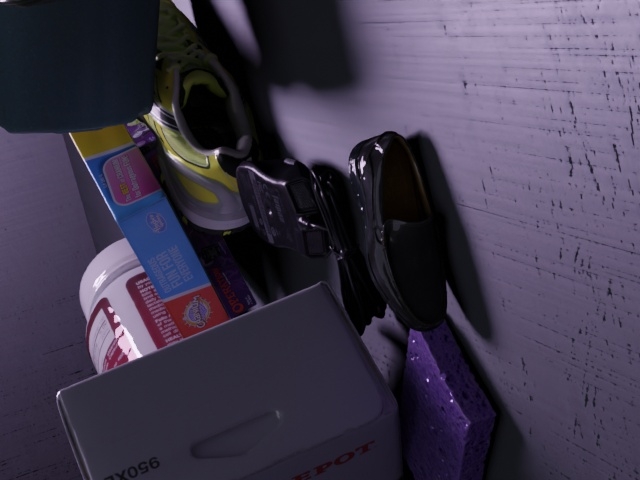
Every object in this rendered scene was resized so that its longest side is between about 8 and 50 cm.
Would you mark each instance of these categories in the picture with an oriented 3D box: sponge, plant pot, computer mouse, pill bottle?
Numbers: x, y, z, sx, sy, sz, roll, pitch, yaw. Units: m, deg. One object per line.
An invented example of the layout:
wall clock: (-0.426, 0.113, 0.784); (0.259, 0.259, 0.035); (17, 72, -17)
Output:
sponge: (0.110, 0.168, 1.240); (0.210, 0.031, 0.117); (92, 156, -51)
plant pot: (-0.309, -0.299, 1.480); (0.341, 0.341, 0.334); (-144, 52, -66)
computer mouse: (0.000, 0.000, 1.408); (0.262, 0.060, 0.184); (13, 124, 67)
pill bottle: (-0.209, 0.171, 1.994); (0.392, 0.224, 0.224); (-126, 23, -49)

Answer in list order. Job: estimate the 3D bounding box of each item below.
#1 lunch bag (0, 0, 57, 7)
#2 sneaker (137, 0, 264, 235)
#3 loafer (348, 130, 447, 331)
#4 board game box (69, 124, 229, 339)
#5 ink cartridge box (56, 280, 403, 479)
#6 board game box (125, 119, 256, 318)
lunch bag: (-0.182, -0.329, 1.215); (0.213, 0.305, 0.256); (69, 158, 4)
sneaker: (-0.164, -0.197, 1.644); (0.385, 0.145, 0.147); (57, 151, 19)
loafer: (0.068, -0.008, 1.140); (0.170, 0.062, 0.061); (70, 160, 4)
board game box: (-0.234, -0.057, 1.720); (0.316, 0.064, 0.242); (55, 171, 42)
ink cartridge box: (-0.073, 0.251, 1.399); (0.395, 0.285, 0.166); (83, 161, -56)
board game box: (-0.193, -0.051, 1.911); (0.208, 0.056, 0.347); (60, 175, -28)
